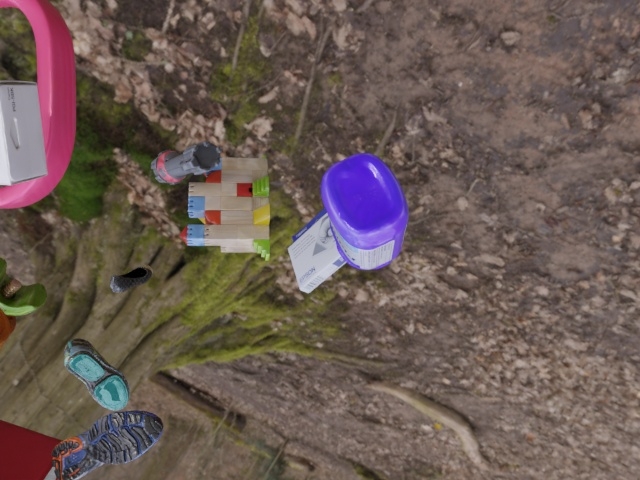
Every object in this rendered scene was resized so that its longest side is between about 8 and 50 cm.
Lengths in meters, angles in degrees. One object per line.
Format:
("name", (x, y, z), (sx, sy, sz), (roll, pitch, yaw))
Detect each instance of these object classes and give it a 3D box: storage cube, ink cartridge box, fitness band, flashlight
("storage cube", (-0.584, 0.443, 0.920), (0.193, 0.183, 0.215), (21, -159, -6))
("ink cartridge box", (-0.355, -0.112, 0.541), (0.135, 0.099, 0.056), (5, -163, 11))
("fitness band", (-0.417, -0.187, 0.700), (0.209, 0.290, 0.054), (-1, -179, 14))
("ink cartridge box", (0.000, 0.000, 1.541), (0.045, 0.223, 0.224), (26, -147, -40))
("flashlight", (-0.367, -0.216, 1.475), (0.103, 0.103, 0.304), (14, 170, -36))

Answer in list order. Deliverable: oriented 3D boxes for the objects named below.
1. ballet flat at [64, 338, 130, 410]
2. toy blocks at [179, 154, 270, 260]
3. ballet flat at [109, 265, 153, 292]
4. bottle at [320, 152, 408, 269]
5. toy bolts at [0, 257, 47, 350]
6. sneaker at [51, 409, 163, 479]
("ballet flat", (-0.417, 0.247, 1.004), (0.070, 0.070, 0.188), (24, 143, 34))
("toy blocks", (-0.294, -0.112, 1.660), (0.261, 0.381, 0.190), (1, 154, -9))
("ballet flat", (-0.519, 0.098, 1.491), (0.058, 0.049, 0.173), (12, -163, 12))
("bottle", (0.062, -0.019, 0.749), (0.283, 0.092, 0.118), (70, 174, -75))
("toy bolts", (-0.559, 0.098, 0.768), (0.228, 0.158, 0.218), (46, -170, -26))
("sneaker", (-0.347, 0.331, 0.897), (0.087, 0.221, 0.083), (-4, -107, -68))
